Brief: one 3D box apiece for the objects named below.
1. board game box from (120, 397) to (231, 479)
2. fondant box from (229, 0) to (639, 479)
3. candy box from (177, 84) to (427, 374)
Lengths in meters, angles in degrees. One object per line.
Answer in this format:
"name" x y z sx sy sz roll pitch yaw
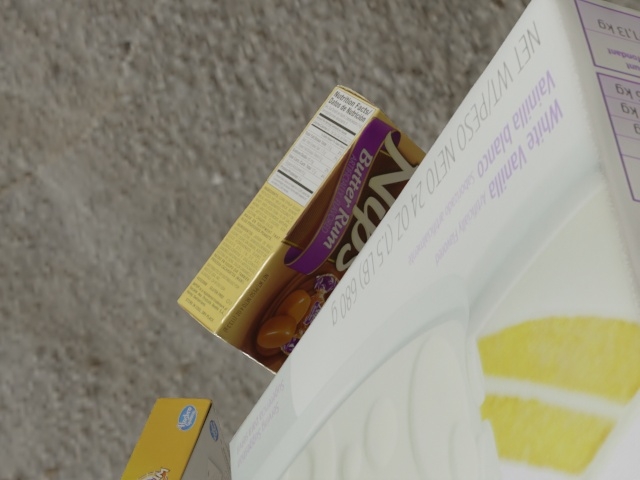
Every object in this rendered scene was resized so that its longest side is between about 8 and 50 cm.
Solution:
"board game box" -0.155 0.351 1.542 0.064 0.316 0.242 0 128 18
"fondant box" 0.067 0.132 0.405 0.096 0.330 0.238 12 136 -21
"candy box" 0.000 0.000 1.069 0.187 0.053 0.109 -53 136 -2
